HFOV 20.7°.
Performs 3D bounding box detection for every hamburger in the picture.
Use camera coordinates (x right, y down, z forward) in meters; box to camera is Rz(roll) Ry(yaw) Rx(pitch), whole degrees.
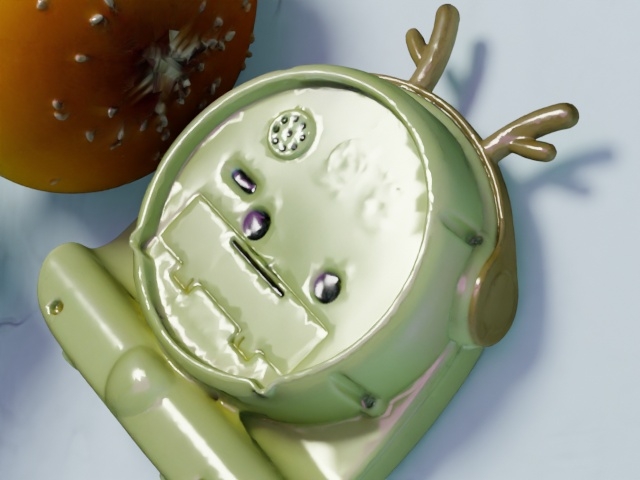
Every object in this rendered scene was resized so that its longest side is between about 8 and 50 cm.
[{"bbox_3d":[-0.142,-0.142,1.051,0.170,0.246,0.246,37,91,39],"label":"hamburger"}]

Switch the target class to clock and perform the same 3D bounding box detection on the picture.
[{"bbox_3d":[0.000,0.000,1.007,0.308,0.096,0.235,-47,56,3],"label":"clock"}]
